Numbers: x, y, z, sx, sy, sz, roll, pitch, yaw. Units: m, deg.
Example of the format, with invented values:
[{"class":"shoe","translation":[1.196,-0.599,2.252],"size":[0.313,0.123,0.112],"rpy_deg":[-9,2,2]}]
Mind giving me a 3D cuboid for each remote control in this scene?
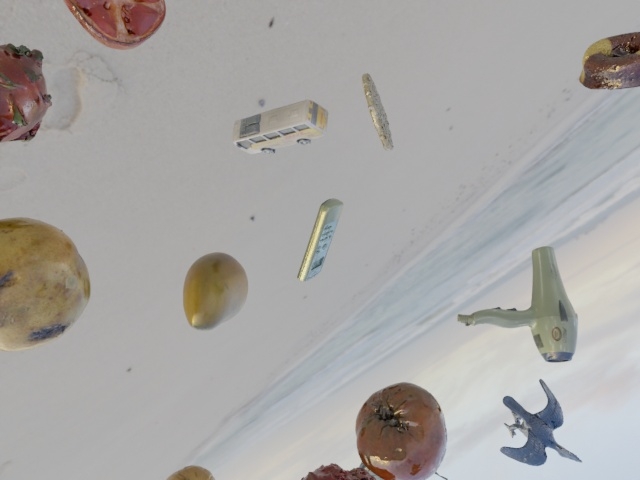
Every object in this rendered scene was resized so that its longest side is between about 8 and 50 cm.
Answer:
[{"class":"remote control","translation":[0.000,0.000,1.377],"size":[0.098,0.038,0.234],"rpy_deg":[-25,139,-58]}]

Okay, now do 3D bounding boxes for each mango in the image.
[{"class":"mango","translation":[-0.318,0.151,1.531],"size":[0.172,0.212,0.317],"rpy_deg":[-5,-165,7]}]

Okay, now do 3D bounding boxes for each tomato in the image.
[{"class":"tomato","translation":[-0.324,-0.372,0.803],"size":[0.155,0.156,0.069],"rpy_deg":[-23,-172,-33]}]

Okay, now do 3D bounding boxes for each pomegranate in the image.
[{"class":"pomegranate","translation":[-0.570,0.082,0.958],"size":[0.260,0.260,0.260],"rpy_deg":[-30,165,-9]}]

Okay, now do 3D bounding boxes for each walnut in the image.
[{"class":"walnut","translation":[-0.360,0.703,1.404],"size":[0.159,0.159,0.207],"rpy_deg":[-20,153,-40]}]

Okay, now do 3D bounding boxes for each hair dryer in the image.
[{"class":"hair dryer","translation":[0.532,0.137,1.333],"size":[0.119,0.298,0.296],"rpy_deg":[105,8,-67]}]

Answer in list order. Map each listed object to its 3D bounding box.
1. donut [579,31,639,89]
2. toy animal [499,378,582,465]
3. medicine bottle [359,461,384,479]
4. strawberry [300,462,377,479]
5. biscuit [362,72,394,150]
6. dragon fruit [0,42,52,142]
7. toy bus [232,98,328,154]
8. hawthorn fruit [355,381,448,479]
[{"class":"donut","translation":[0.541,-0.324,0.923],"size":[0.140,0.140,0.059],"rpy_deg":[-32,129,-4]},{"class":"toy animal","translation":[0.612,0.524,1.437],"size":[0.176,0.255,0.239],"rpy_deg":[-4,-136,54]},{"class":"medicine bottle","translation":[0.194,0.549,1.151],"size":[0.124,0.258,0.079],"rpy_deg":[-38,170,-14]},{"class":"strawberry","translation":[0.030,0.457,0.849],"size":[0.186,0.184,0.201],"rpy_deg":[-38,167,25]},{"class":"biscuit","translation":[0.104,-0.232,0.935],"size":[0.020,0.152,0.152],"rpy_deg":[-16,169,16]},{"class":"dragon fruit","translation":[-0.652,-0.288,1.005],"size":[0.269,0.198,0.200],"rpy_deg":[-54,161,-68]},{"class":"toy bus","translation":[-0.134,-0.356,1.652],"size":[0.342,0.097,0.138],"rpy_deg":[-5,167,36]},{"class":"hawthorn fruit","translation":[0.123,0.311,0.797],"size":[0.149,0.149,0.189],"rpy_deg":[-25,130,-26]}]
